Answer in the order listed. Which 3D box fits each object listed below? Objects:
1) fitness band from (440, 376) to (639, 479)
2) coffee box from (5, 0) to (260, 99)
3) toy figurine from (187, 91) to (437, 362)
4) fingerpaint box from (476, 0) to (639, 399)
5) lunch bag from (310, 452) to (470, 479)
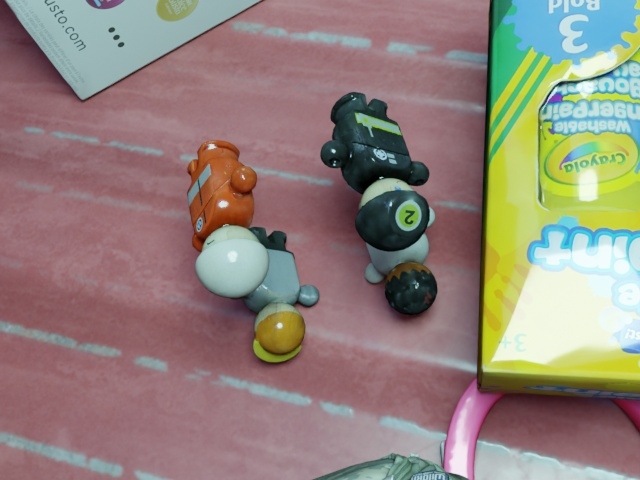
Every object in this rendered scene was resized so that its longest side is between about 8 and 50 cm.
[{"bbox_3d":[0.209,0.229,0.718,0.208,0.054,0.291,-9,67,7],"label":"fitness band"},{"bbox_3d":[-0.235,-0.434,0.925,0.334,0.338,0.338,-30,65,-3],"label":"coffee box"},{"bbox_3d":[0.000,0.000,0.767,0.213,0.210,0.148,-17,54,3],"label":"toy figurine"},{"bbox_3d":[0.352,-0.057,0.679,0.444,0.163,0.371,3,75,10],"label":"fingerpaint box"},{"bbox_3d":[-0.009,0.280,0.596,0.305,0.256,0.213,-28,64,15],"label":"lunch bag"}]
